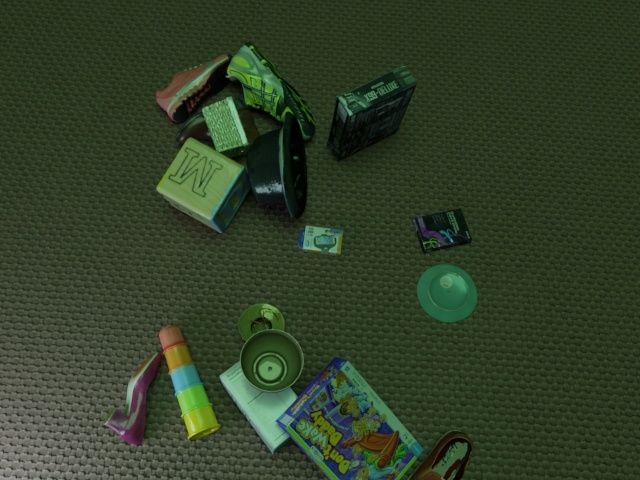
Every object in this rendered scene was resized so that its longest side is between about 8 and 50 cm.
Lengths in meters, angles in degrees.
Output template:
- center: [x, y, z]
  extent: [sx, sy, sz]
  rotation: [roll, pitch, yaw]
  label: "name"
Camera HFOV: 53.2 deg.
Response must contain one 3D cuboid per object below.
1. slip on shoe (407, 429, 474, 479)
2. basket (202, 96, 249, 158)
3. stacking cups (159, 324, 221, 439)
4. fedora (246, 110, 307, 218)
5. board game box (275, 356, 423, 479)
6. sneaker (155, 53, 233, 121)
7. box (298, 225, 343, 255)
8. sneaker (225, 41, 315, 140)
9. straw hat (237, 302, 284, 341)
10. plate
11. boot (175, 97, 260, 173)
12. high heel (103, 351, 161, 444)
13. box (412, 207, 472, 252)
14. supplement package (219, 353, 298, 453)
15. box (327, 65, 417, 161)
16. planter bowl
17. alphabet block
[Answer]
- center: [0.305, 0.652, 1.707]
  extent: [0.123, 0.101, 0.331]
  rotation: [36, 71, 9]
  label: "slip on shoe"
- center: [-0.295, -0.345, 1.995]
  extent: [0.103, 0.113, 0.167]
  rotation: [-19, 84, -6]
  label: "basket"
- center: [-0.368, 0.386, 1.781]
  extent: [0.096, 0.096, 0.316]
  rotation: [-18, 69, -11]
  label: "stacking cups"
- center: [-0.137, -0.225, 1.950]
  extent: [0.153, 0.334, 0.334]
  rotation: [-5, 67, 8]
  label: "fedora"
- center: [0.082, 0.513, 1.677]
  extent: [0.233, 0.078, 0.347]
  rotation: [-45, 106, -18]
  label: "board game box"
- center: [-0.425, -0.543, 2.148]
  extent: [0.136, 0.116, 0.314]
  rotation: [38, 69, 15]
  label: "sneaker"
- center: [0.000, 0.000, 1.996]
  extent: [0.136, 0.028, 0.081]
  rotation: [7, 68, -2]
  label: "box"
- center: [-0.163, -0.476, 2.139]
  extent: [0.147, 0.145, 0.384]
  rotation: [-40, 82, 14]
  label: "sneaker"
- center: [-0.174, 0.259, 1.860]
  extent: [0.144, 0.061, 0.144]
  rotation: [8, 53, -11]
  label: "straw hat"
- center: [0.390, 0.158, 1.957]
  extent: [0.188, 0.024, 0.188]
  rotation: [1, 68, -2]
  label: "plate"
- center: [-0.301, -0.295, 2.087]
  extent: [0.264, 0.096, 0.280]
  rotation: [-27, 80, -20]
  label: "boot"
- center: [-0.485, 0.436, 1.773]
  extent: [0.117, 0.082, 0.244]
  rotation: [40, 54, -18]
  label: "high heel"
- center: [0.388, -0.033, 2.032]
  extent: [0.162, 0.029, 0.116]
  rotation: [-12, 69, -10]
  label: "box"
- center: [-0.149, 0.437, 1.747]
  extent: [0.139, 0.134, 0.244]
  rotation: [-35, 74, -18]
  label: "supplement package"
- center: [0.155, -0.392, 2.016]
  extent: [0.242, 0.307, 0.076]
  rotation: [-28, 76, -13]
  label: "box"
- center: [-0.128, 0.324, 1.664]
  extent: [0.162, 0.109, 0.162]
  rotation: [3, 65, -5]
  label: "planter bowl"
- center: [-0.347, -0.163, 1.940]
  extent: [0.197, 0.192, 0.193]
  rotation: [29, 79, 7]
  label: "alphabet block"
